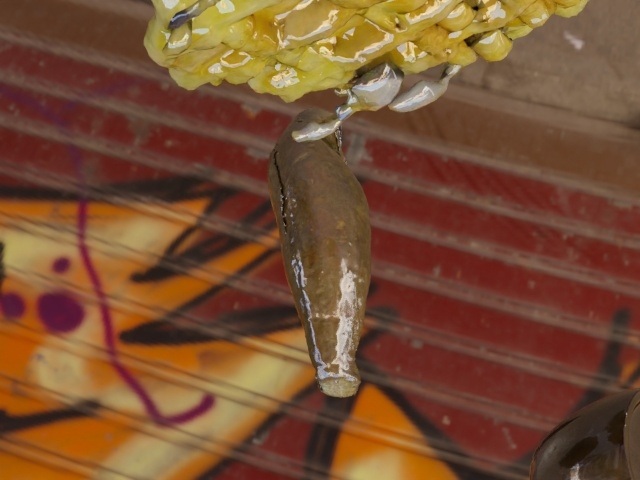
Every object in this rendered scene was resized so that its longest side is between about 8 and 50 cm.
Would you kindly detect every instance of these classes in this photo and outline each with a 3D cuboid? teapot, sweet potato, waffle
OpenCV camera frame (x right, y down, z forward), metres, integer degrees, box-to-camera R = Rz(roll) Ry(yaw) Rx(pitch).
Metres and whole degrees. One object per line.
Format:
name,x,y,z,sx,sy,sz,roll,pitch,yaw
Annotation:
teapot,0.127,0.104,0.474,0.068,0.121,0.076,-30,93,41
sweet potato,0.007,-0.002,0.988,0.085,0.286,0.112,-15,151,4
waffle,0.069,-0.133,0.416,0.280,0.060,0.262,-15,161,-20
